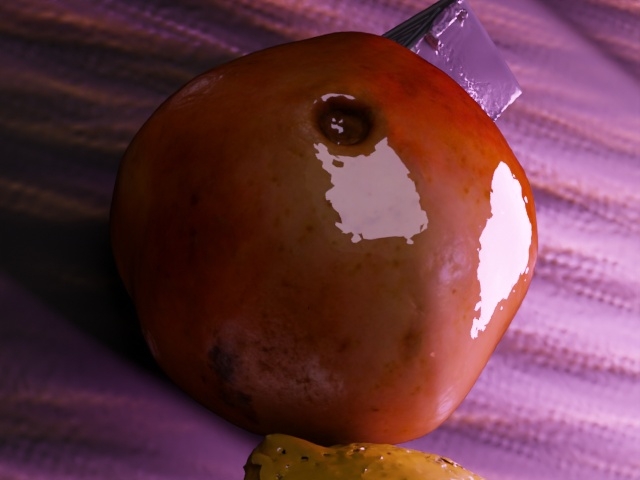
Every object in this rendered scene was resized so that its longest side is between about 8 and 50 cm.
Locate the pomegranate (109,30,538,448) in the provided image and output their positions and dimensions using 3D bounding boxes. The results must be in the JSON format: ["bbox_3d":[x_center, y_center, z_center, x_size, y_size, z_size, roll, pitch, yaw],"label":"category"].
[{"bbox_3d":[0.002,-0.004,0.739,0.209,0.209,0.209,13,60,-23],"label":"pomegranate"}]

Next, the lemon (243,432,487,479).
[{"bbox_3d":[0.027,0.178,0.673,0.206,0.173,0.173,52,53,-1],"label":"lemon"}]

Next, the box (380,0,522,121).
[{"bbox_3d":[0.051,-0.081,0.859,0.069,0.122,0.084,50,54,-12],"label":"box"}]
